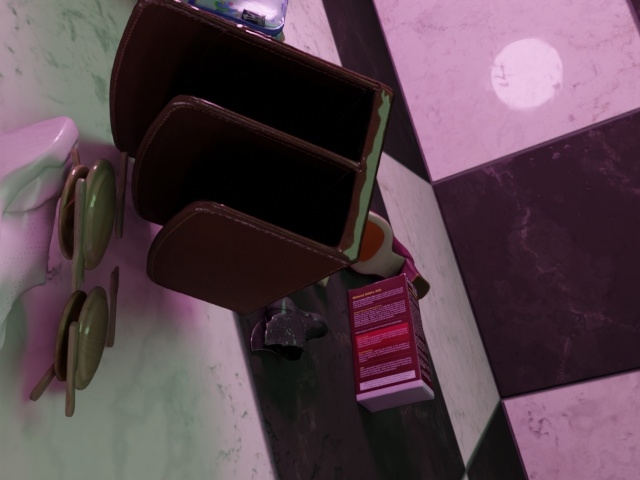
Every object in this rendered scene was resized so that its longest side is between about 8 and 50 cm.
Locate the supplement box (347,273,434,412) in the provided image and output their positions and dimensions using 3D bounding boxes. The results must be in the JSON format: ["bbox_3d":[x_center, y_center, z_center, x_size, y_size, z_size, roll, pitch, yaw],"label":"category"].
[{"bbox_3d":[0.131,0.194,1.136,0.073,0.130,0.239,48,31,-46],"label":"supplement box"}]

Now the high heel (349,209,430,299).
[{"bbox_3d":[0.102,0.003,1.334,0.377,0.127,0.181,46,2,-41],"label":"high heel"}]

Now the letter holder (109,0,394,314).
[{"bbox_3d":[-0.107,-0.050,0.541,0.215,0.302,0.151,20,70,-17],"label":"letter holder"}]

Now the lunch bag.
[{"bbox_3d":[-0.141,-0.353,0.889,0.218,0.176,0.090,-86,-166,-46],"label":"lunch bag"}]

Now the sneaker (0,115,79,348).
[{"bbox_3d":[-0.241,-0.010,0.466,0.094,0.080,0.212,68,23,-44],"label":"sneaker"}]

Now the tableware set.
[{"bbox_3d":[-0.196,0.028,0.472,0.128,0.039,0.194,-102,-159,-73],"label":"tableware set"}]

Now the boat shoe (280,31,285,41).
[{"bbox_3d":[-0.120,-0.467,1.224,0.056,0.048,0.153,67,10,28],"label":"boat shoe"}]

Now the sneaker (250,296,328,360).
[{"bbox_3d":[-0.040,0.140,0.864,0.170,0.051,0.089,39,37,-48],"label":"sneaker"}]

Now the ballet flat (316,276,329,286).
[{"bbox_3d":[0.000,0.000,1.084,0.057,0.053,0.168,21,53,-65],"label":"ballet flat"}]
